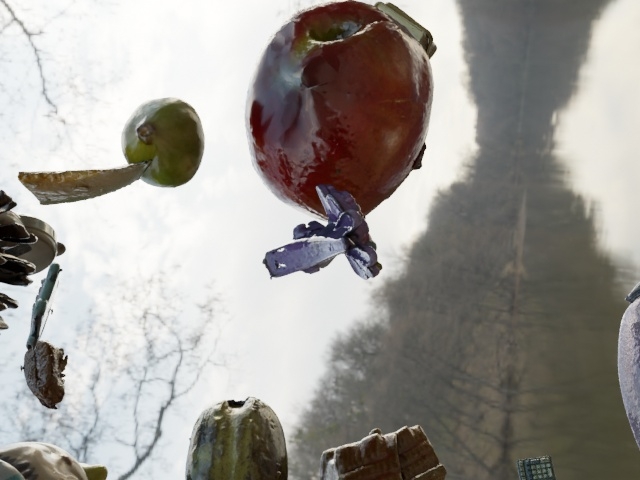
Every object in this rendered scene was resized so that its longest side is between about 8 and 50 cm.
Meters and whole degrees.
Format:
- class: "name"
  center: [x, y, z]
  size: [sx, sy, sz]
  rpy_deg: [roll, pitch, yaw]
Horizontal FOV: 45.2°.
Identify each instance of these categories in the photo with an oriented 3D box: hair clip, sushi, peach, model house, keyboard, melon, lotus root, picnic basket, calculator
- class: "hair clip"
  center: [0.426, 0.219, 0.910]
  size: [0.110, 0.096, 0.358]
  rpy_deg: [61, -166, -62]
- class: "sushi"
  center: [-0.399, 0.192, 1.123]
  size: [0.060, 0.062, 0.118]
  rpy_deg: [67, -165, -54]
- class: "hair clip"
  center: [0.011, -0.004, 1.009]
  size: [0.278, 0.090, 0.137]
  rpy_deg: [-17, 94, 63]
- class: "peach"
  center: [0.028, -0.174, 1.146]
  size: [0.338, 0.281, 0.281]
  rpy_deg: [83, -162, -46]
- class: "model house"
  center: [0.098, 0.421, 1.248]
  size: [0.229, 0.200, 0.219]
  rpy_deg: [156, 109, -76]
- class: "keyboard"
  center: [0.340, 0.419, 1.164]
  size: [0.014, 0.055, 0.176]
  rpy_deg: [50, -149, -62]
- class: "melon"
  center: [-0.327, -0.092, 1.103]
  size: [0.098, 0.182, 0.054]
  rpy_deg: [109, 154, -79]
- class: "lotus root"
  center: [-0.123, 0.353, 1.125]
  size: [0.278, 0.154, 0.154]
  rpy_deg: [-95, 1, -51]
- class: "picnic basket"
  center: [0.109, -0.313, 1.322]
  size: [0.164, 0.115, 0.079]
  rpy_deg: [-52, -19, 13]
- class: "calculator"
  center: [-0.328, 0.080, 0.908]
  size: [0.141, 0.019, 0.094]
  rpy_deg: [130, 154, -56]

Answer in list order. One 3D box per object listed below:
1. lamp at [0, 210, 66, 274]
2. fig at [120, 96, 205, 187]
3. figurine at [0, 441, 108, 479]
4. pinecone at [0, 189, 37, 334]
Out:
- class: "lamp"
  center: [-0.702, -0.007, 1.737]
  size: [0.246, 0.180, 0.108]
  rpy_deg: [61, -175, -60]
- class: "fig"
  center: [-0.237, -0.149, 1.162]
  size: [0.121, 0.136, 0.153]
  rpy_deg: [-33, -18, -35]
- class: "figurine"
  center: [-0.596, 0.450, 1.278]
  size: [0.377, 0.361, 0.266]
  rpy_deg: [59, -164, -53]
- class: "pinecone"
  center: [-0.721, 0.031, 1.435]
  size: [0.398, 0.398, 0.397]
  rpy_deg: [6, -90, -77]
